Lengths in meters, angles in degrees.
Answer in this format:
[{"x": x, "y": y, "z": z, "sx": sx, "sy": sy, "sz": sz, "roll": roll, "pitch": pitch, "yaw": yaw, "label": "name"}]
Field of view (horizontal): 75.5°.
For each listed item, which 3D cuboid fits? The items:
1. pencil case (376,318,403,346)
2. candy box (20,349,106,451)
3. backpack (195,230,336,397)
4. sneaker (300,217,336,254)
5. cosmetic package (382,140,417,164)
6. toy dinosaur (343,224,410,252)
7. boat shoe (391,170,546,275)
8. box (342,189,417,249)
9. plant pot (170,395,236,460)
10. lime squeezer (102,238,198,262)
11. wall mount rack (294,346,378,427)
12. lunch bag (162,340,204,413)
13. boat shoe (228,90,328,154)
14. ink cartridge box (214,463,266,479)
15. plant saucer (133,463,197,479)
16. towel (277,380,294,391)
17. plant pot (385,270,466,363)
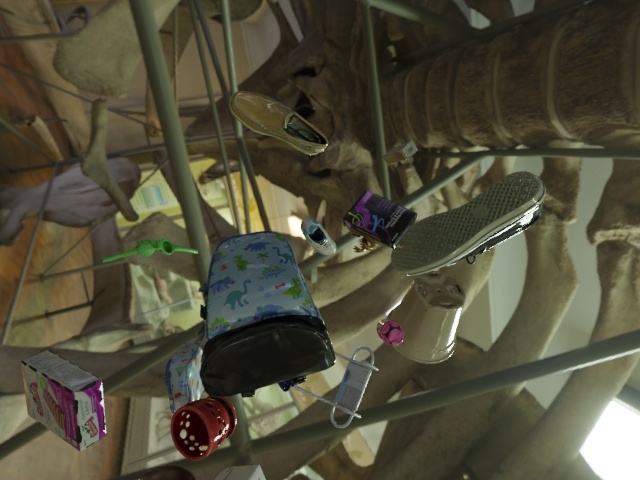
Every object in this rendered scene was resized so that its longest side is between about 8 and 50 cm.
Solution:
[{"x": 0.263, "y": 0.349, "z": 1.560, "sx": 0.209, "sy": 0.095, "sz": 0.098, "roll": 56, "pitch": 31, "yaw": -80, "label": "pencil case"}, {"x": -0.625, "y": 0.381, "z": 1.003, "sx": 0.233, "sy": 0.071, "sz": 0.159, "roll": 10, "pitch": -74, "yaw": 30, "label": "candy box"}, {"x": -0.144, "y": 0.143, "z": 0.975, "sx": 0.355, "sy": 0.290, "sz": 0.274, "roll": -109, "pitch": -173, "yaw": -67, "label": "backpack"}, {"x": 0.000, "y": 0.000, "z": 1.579, "sx": 0.086, "sy": 0.085, "sz": 0.237, "roll": 50, "pitch": 2, "yaw": 40, "label": "sneaker"}, {"x": 0.279, "y": -0.307, "z": 1.453, "sx": 0.041, "sy": 0.060, "sz": 0.115, "roll": 54, "pitch": -22, "yaw": -15, "label": "cosmetic package"}, {"x": 0.156, "y": -0.008, "z": 1.224, "sx": 0.211, "sy": 0.112, "sz": 0.064, "roll": 30, "pitch": -31, "yaw": 13, "label": "toy dinosaur"}, {"x": 0.453, "y": -0.023, "z": 1.282, "sx": 0.156, "sy": 0.500, "sz": 0.187, "roll": 36, "pitch": 30, "yaw": -44, "label": "boat shoe"}, {"x": 0.157, "y": -0.059, "z": 1.095, "sx": 0.162, "sy": 0.116, "sz": 0.029, "roll": 29, "pitch": -23, "yaw": 25, "label": "box"}, {"x": -0.416, "y": 0.665, "z": 1.505, "sx": 0.174, "sy": 0.191, "sz": 0.191, "roll": -9, "pitch": 83, "yaw": -65, "label": "plant pot"}, {"x": -0.548, "y": 0.038, "z": 1.381, "sx": 0.059, "sy": 0.310, "sz": 0.110, "roll": 61, "pitch": -41, "yaw": 29, "label": "lime squeezer"}, {"x": 0.071, "y": 0.587, "z": 1.752, "sx": 0.304, "sy": 0.350, "sz": 0.130, "roll": 7, "pitch": -25, "yaw": 42, "label": "wall mount rack"}, {"x": -0.563, "y": 0.584, "z": 1.761, "sx": 0.303, "sy": 0.114, "sz": 0.243, "roll": -86, "pitch": 172, "yaw": -81, "label": "lunch bag"}, {"x": -0.069, "y": -0.215, "z": 0.738, "sx": 0.068, "sy": 0.189, "sz": 0.072, "roll": -70, "pitch": -162, "yaw": 0, "label": "boat shoe"}, {"x": -0.183, "y": 0.709, "z": 0.962, "sx": 0.273, "sy": 0.114, "sz": 0.198, "roll": 69, "pitch": 23, "yaw": -5, "label": "ink cartridge box"}, {"x": -0.362, "y": 0.616, "z": 0.827, "sx": 0.050, "sy": 0.310, "sz": 0.310, "roll": 60, "pitch": -8, "yaw": -27, "label": "plant saucer"}, {"x": -0.158, "y": 0.441, "z": 1.687, "sx": 0.308, "sy": 0.076, "sz": 0.228, "roll": 23, "pitch": -84, "yaw": 59, "label": "towel"}, {"x": 0.477, "y": 0.312, "z": 1.815, "sx": 0.334, "sy": 0.333, "sz": 0.306, "roll": -119, "pitch": -153, "yaw": -42, "label": "plant pot"}]
